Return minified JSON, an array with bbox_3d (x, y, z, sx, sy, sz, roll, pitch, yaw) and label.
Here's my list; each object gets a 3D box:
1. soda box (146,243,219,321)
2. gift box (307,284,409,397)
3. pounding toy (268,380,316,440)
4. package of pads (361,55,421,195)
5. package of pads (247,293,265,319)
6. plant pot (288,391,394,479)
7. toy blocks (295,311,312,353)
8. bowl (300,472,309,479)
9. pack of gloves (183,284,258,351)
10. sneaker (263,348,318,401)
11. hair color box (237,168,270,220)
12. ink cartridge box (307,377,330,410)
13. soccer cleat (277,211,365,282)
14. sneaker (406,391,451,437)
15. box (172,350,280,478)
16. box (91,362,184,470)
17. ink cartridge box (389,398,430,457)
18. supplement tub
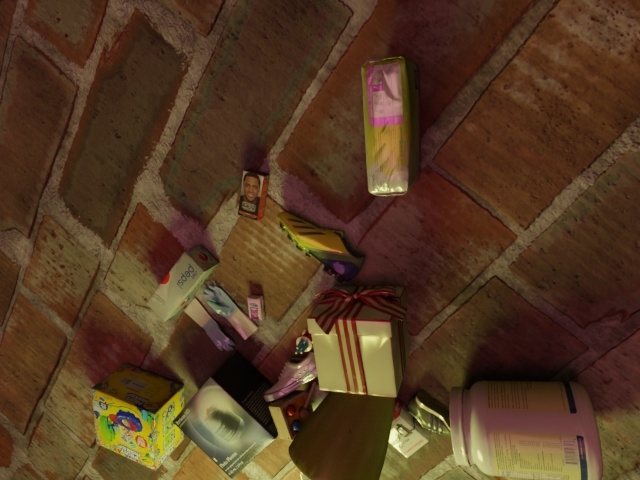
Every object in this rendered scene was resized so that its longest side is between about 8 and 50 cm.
[{"bbox_3d":[-0.471,0.146,1.452,0.098,0.091,0.286,45,116,3],"label":"soda box"},{"bbox_3d":[0.119,0.259,1.170,0.256,0.276,0.257,-4,104,17],"label":"gift box"},{"bbox_3d":[-0.071,0.539,1.366,0.100,0.141,0.130,-23,87,51],"label":"pounding toy"},{"bbox_3d":[0.174,-0.265,0.998,0.101,0.229,0.296,1,108,21],"label":"package of pads"},{"bbox_3d":[-0.212,0.219,1.411,0.050,0.032,0.083,4,108,22],"label":"package of pads"},{"bbox_3d":[0.093,0.536,1.249,0.275,0.275,0.293,25,86,12],"label":"plant pot"},{"bbox_3d":[-0.026,0.271,1.292,0.054,0.148,0.123,29,115,10],"label":"toy blocks"},{"bbox_3d":[0.023,0.806,1.485,0.170,0.080,0.169,7,110,19],"label":"bowl"},{"bbox_3d":[-0.358,0.278,1.479,0.232,0.046,0.195,46,116,2],"label":"pack of gloves"},{"bbox_3d":[-0.090,0.437,1.405,0.258,0.094,0.091,-34,80,12],"label":"sneaker"},{"bbox_3d":[-0.201,-0.137,1.285,0.072,0.043,0.141,17,111,16],"label":"hair color box"},{"bbox_3d":[0.029,0.603,1.435,0.223,0.045,0.223,35,116,9],"label":"ink cartridge box"},{"bbox_3d":[0.000,0.001,1.244,0.289,0.093,0.121,40,86,10],"label":"soccer cleat"},{"bbox_3d":[0.346,0.543,1.291,0.192,0.064,0.086,39,124,6],"label":"sneaker"},{"bbox_3d":[-0.303,0.606,1.490,0.294,0.183,0.296,42,116,5],"label":"box"},{"bbox_3d":[-0.703,0.680,1.668,0.290,0.177,0.278,13,112,17],"label":"box"},{"bbox_3d":[0.252,0.584,1.335,0.150,0.063,0.109,40,116,6],"label":"ink cartridge box"},{"bbox_3d":[0.517,0.485,1.106,0.325,0.235,0.235,-7,104,23],"label":"supplement tub"}]
